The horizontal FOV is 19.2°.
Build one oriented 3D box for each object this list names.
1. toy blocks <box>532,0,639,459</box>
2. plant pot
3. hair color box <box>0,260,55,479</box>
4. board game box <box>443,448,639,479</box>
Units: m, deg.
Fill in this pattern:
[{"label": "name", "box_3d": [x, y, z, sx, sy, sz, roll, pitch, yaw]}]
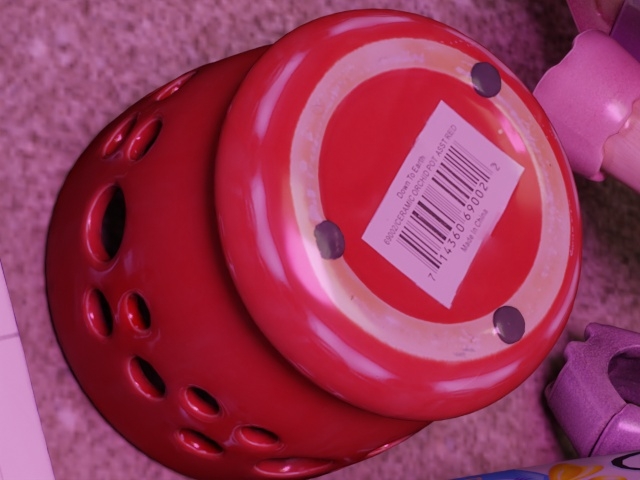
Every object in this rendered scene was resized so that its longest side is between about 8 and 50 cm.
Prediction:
[{"label": "toy blocks", "box_3d": [0.188, -0.087, 0.946, 0.260, 0.309, 0.288, 34, 43, 19]}, {"label": "plant pot", "box_3d": [0.000, 0.000, 0.806, 0.191, 0.174, 0.191, 9, 71, -27]}, {"label": "hair color box", "box_3d": [-0.207, 0.078, 0.699, 0.185, 0.110, 0.339, -11, 84, -31]}, {"label": "board game box", "box_3d": [0.119, 0.176, 0.779, 0.275, 0.142, 0.144, -7, 99, -14]}]
